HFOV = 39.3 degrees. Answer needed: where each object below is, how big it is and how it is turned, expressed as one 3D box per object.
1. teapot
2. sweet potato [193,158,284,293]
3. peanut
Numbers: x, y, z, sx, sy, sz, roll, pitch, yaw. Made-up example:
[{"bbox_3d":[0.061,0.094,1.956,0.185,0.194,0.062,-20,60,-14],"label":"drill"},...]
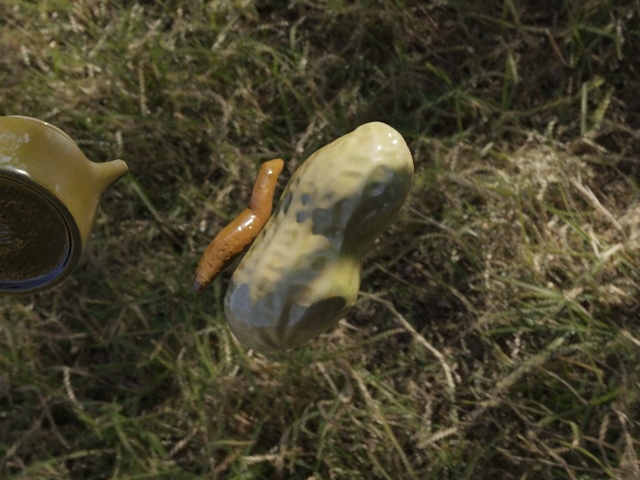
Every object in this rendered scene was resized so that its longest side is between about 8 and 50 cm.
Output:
[{"bbox_3d":[-0.352,-0.057,1.006,0.267,0.186,0.175,-3,37,2],"label":"teapot"},{"bbox_3d":[-0.081,-0.017,0.961,0.044,0.044,0.179,17,67,40],"label":"sweet potato"},{"bbox_3d":[0.000,0.000,0.726,0.098,0.090,0.214,38,101,49],"label":"peanut"}]
